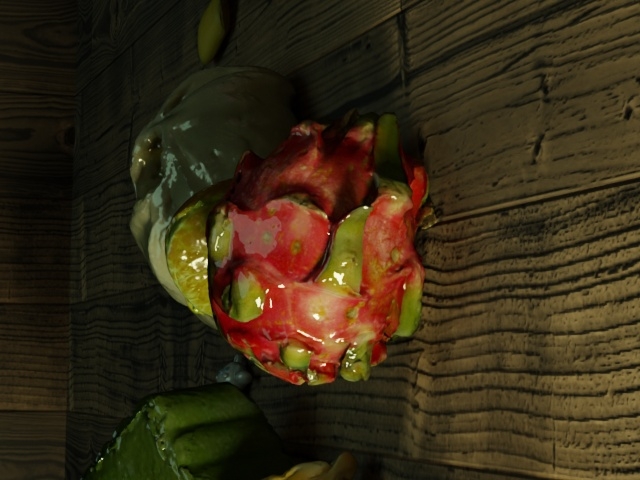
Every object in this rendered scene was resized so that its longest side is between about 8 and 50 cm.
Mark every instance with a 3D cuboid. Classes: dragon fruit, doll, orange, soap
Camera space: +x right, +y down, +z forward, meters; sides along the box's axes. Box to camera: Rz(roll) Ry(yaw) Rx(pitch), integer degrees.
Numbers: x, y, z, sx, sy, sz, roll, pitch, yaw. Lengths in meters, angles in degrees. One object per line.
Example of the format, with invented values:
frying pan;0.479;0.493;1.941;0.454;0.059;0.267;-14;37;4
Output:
dragon fruit;0.004;0.004;1.655;0.231;0.237;0.302;4;74;28
doll;-0.128;0.219;2.271;0.135;0.071;0.113;129;158;-51
orange;-0.060;0.007;1.876;0.158;0.237;0.179;-47;-53;-65
soap;-0.166;-0.341;2.476;0.168;0.033;0.089;134;133;-63

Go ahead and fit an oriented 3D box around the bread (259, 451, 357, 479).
bread;-0.002;0.391;1.717;0.121;0.173;0.311;63;-171;-48

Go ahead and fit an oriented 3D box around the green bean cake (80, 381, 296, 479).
green bean cake;-0.141;0.380;1.995;0.319;0.218;0.335;-51;58;40

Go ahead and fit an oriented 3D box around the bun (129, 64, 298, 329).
bun;-0.150;-0.053;2.115;0.365;0.219;0.365;-176;90;-75
